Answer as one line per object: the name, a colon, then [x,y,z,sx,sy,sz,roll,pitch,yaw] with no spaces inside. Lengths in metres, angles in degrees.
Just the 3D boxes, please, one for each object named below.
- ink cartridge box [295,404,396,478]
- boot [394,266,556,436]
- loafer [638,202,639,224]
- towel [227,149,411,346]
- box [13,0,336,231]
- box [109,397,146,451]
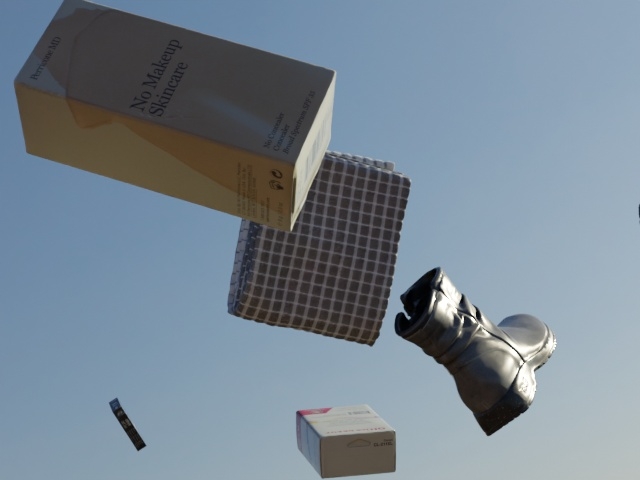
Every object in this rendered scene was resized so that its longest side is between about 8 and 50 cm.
ink cartridge box: [0.040,0.328,2.277,0.127,0.072,0.175,-3,8,-13]
boot: [0.227,0.122,2.032,0.118,0.222,0.338,-40,4,18]
loafer: [0.298,-0.012,1.179,0.039,0.125,0.045,35,-75,-25]
towel: [0.000,0.000,2.087,0.235,0.283,0.121,12,-1,-13]
box: [-0.153,-0.136,1.484,0.311,0.148,0.121,16,-34,7]
box: [-0.325,0.309,2.342,0.018,0.083,0.067,-32,13,-9]
